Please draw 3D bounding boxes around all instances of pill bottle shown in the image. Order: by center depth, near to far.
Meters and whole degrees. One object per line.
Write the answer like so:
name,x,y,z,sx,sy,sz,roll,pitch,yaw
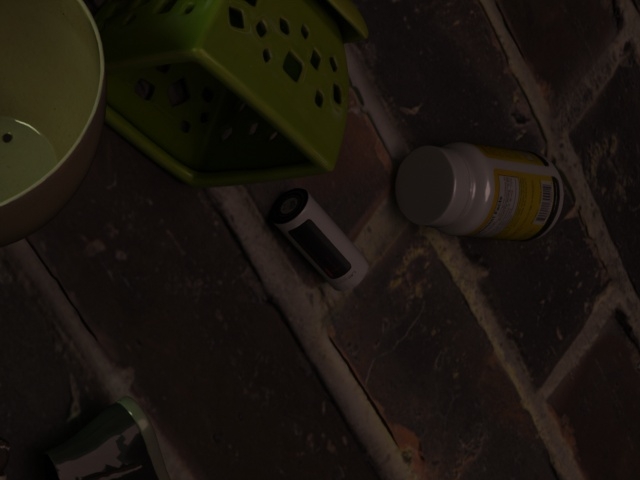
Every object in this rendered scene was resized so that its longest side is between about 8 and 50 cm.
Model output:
pill bottle,0.199,-0.062,2.220,0.208,0.119,0.119,5,90,-45

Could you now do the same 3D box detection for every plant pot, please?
plant pot,-0.325,-0.101,1.627,0.284,0.284,0.191,-61,165,-22
plant pot,-0.098,-0.203,1.846,0.227,0.228,0.207,41,60,-37

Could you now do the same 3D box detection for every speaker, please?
speaker,0.000,0.000,2.074,0.136,0.055,0.055,49,61,-36

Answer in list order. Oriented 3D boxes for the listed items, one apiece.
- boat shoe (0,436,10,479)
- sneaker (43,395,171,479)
boat shoe,-0.415,0.148,1.637,0.324,0.116,0.097,26,78,-37
sneaker,-0.218,0.282,1.880,0.118,0.083,0.222,-29,117,-23
